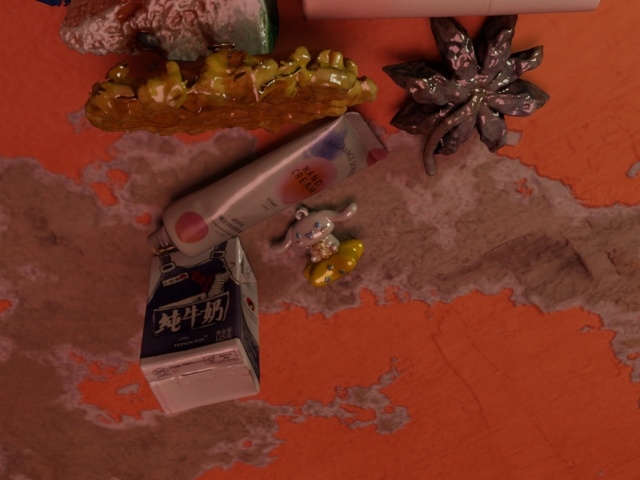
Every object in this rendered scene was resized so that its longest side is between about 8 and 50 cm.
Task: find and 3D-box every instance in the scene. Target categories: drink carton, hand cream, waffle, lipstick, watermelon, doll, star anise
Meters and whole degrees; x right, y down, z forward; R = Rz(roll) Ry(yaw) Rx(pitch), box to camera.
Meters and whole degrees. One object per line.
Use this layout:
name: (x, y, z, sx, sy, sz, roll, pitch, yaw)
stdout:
drink carton: (-0.159, 0.110, 1.234, 0.134, 0.222, 0.102, -15, 129, 7)
hand cream: (-0.079, -0.062, 1.195, 0.340, 0.078, 0.124, -25, 149, 13)
waffle: (-0.097, -0.160, 1.009, 0.325, 0.302, 0.068, -9, 90, -4)
lipstick: (0.142, -0.293, 1.011, 0.326, 0.087, 0.087, -2, 129, 0)
watermelon: (-0.173, -0.266, 1.019, 0.241, 0.094, 0.154, -11, 121, 3)
doll: (0.007, -0.003, 1.267, 0.113, 0.071, 0.135, 35, 114, -7)
star anise: (0.180, -0.174, 1.124, 0.230, 0.081, 0.262, 5, 127, -22)

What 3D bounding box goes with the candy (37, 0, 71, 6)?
candy: (-0.392, -0.357, 0.936, 0.331, 0.077, 0.187, 13, 134, -20)
